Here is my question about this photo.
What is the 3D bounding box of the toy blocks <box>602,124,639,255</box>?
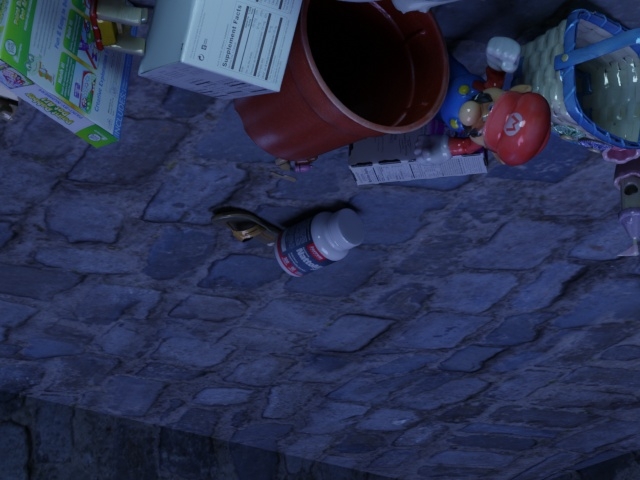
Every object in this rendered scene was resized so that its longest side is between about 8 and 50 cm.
[{"bbox_3d":[0.655,-0.096,2.080,0.288,0.260,0.309,-8,150,18],"label":"toy blocks"}]

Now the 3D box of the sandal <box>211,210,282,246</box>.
[{"bbox_3d":[-0.149,-0.017,2.518,0.180,0.049,0.072,26,144,-37],"label":"sandal"}]

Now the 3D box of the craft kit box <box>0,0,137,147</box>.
[{"bbox_3d":[-0.383,-0.303,1.781,0.061,0.250,0.246,-13,148,29],"label":"craft kit box"}]

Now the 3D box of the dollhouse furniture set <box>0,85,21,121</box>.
[{"bbox_3d":[-0.608,-0.267,2.104,0.144,0.123,0.151,16,114,-25],"label":"dollhouse furniture set"}]

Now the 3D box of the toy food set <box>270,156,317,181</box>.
[{"bbox_3d":[-0.042,-0.158,2.278,0.078,0.019,0.122,18,141,-28],"label":"toy food set"}]

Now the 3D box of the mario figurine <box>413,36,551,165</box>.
[{"bbox_3d":[0.221,-0.214,1.843,0.170,0.320,0.198,-31,123,-15],"label":"mario figurine"}]

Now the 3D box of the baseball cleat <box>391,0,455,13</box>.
[{"bbox_3d":[0.199,-0.398,1.747,0.206,0.072,0.109,-17,124,2],"label":"baseball cleat"}]

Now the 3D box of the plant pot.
[{"bbox_3d":[0.013,-0.254,1.857,0.272,0.272,0.265,19,156,-29],"label":"plant pot"}]

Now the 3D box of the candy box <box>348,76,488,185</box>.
[{"bbox_3d":[0.169,-0.187,2.055,0.233,0.159,0.071,-4,150,13],"label":"candy box"}]

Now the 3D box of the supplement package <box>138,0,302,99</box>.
[{"bbox_3d":[-0.140,-0.319,1.682,0.145,0.204,0.262,14,179,-22],"label":"supplement package"}]

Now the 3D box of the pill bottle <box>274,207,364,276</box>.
[{"bbox_3d":[0.000,0.000,2.478,0.108,0.108,0.180,25,144,-37],"label":"pill bottle"}]

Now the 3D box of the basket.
[{"bbox_3d":[0.463,-0.249,1.862,0.255,0.201,0.289,15,158,-37],"label":"basket"}]

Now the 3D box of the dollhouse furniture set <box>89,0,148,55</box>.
[{"bbox_3d":[-0.314,-0.431,1.603,0.152,0.201,0.374,4,158,-3],"label":"dollhouse furniture set"}]
